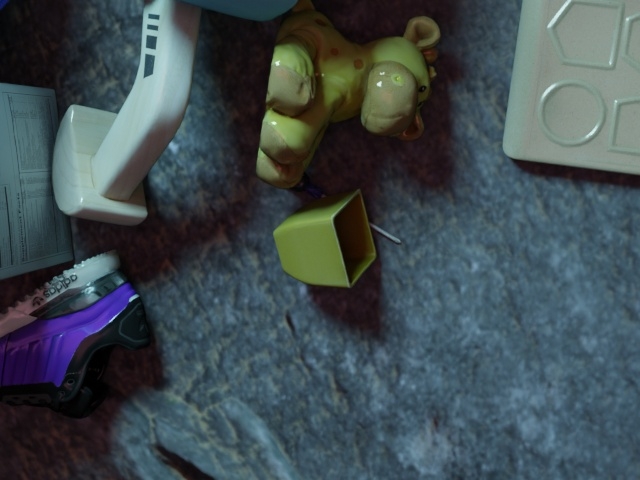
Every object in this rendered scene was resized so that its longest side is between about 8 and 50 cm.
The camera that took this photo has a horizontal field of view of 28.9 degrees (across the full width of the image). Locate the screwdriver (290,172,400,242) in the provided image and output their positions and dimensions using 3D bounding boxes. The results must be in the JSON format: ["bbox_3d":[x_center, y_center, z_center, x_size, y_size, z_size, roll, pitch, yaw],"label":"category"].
[{"bbox_3d":[0.013,-0.041,1.333,0.170,0.025,0.024,32,98,5],"label":"screwdriver"}]

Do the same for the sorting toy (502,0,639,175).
[{"bbox_3d":[0.303,-0.167,1.279,0.208,0.038,0.193,8,96,12],"label":"sorting toy"}]

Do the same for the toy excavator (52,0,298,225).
[{"bbox_3d":[-0.131,-0.256,1.197,0.222,0.433,0.445,12,77,-34],"label":"toy excavator"}]

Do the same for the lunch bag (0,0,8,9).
[{"bbox_3d":[-0.464,-0.320,1.195,0.328,0.385,0.239,17,137,6],"label":"lunch bag"}]

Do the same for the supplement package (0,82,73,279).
[{"bbox_3d":[-0.398,-0.056,1.268,0.199,0.263,0.198,-5,94,9],"label":"supplement package"}]

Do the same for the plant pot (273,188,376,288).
[{"bbox_3d":[0.000,0.000,1.305,0.083,0.081,0.081,-4,112,27],"label":"plant pot"}]

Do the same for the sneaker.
[{"bbox_3d":[-0.312,0.143,1.354,0.293,0.102,0.146,-32,90,9],"label":"sneaker"}]

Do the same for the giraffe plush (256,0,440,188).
[{"bbox_3d":[0.033,-0.156,1.271,0.171,0.181,0.210,9,61,-3],"label":"giraffe plush"}]
